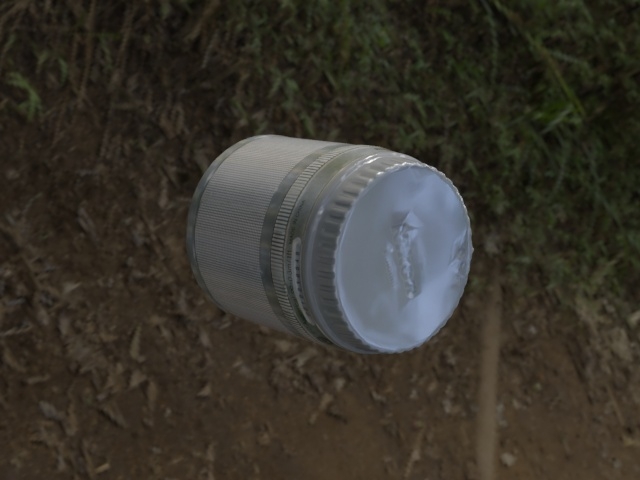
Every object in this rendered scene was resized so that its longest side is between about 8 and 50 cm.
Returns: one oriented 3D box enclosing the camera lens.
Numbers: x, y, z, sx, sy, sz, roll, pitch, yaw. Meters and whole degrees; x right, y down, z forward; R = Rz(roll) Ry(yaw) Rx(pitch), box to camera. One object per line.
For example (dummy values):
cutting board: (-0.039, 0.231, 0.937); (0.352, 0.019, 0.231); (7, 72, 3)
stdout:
camera lens: (0.000, 0.000, 1.208); (0.219, 0.274, 0.220); (-9, 104, -38)
